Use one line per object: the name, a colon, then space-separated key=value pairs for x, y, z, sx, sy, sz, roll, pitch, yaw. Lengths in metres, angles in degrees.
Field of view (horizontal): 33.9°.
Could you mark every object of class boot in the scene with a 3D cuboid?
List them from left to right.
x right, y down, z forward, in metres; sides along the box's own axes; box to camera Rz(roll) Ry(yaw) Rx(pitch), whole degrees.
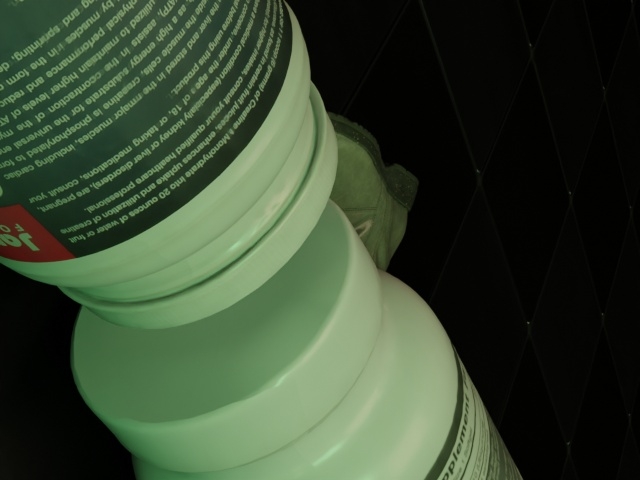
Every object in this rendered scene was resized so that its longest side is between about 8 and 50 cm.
boot: x=0.000 y=0.000 z=0.802 sx=0.246 sy=0.083 sz=0.161 roll=28 pitch=72 yaw=-55

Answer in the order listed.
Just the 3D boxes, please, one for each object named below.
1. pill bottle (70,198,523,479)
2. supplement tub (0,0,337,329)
pill bottle: x=0.007 y=0.143 z=0.680 sx=0.363 sy=0.210 sz=0.210 roll=59 pitch=42 yaw=-41
supplement tub: x=-0.122 y=-0.099 z=0.472 sx=0.272 sy=0.191 sz=0.191 roll=54 pitch=45 yaw=-45
